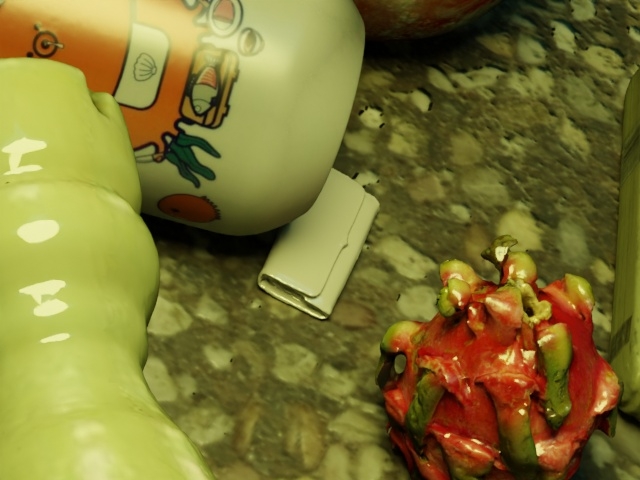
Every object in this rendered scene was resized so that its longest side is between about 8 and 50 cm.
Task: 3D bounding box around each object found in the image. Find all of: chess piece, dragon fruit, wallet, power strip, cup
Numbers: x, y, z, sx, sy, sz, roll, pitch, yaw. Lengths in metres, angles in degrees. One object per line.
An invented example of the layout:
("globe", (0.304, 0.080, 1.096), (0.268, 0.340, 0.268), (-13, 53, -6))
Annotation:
("chess piece", (-0.146, 0.114, 1.084), (0.234, 0.234, 0.442), (-2, 56, -24))
("dragon fruit", (0.122, 0.088, 1.266), (0.160, 0.172, 0.167), (13, 49, -12))
("wallet", (0.000, 0.000, 1.388), (0.061, 0.025, 0.122), (30, 47, -5))
("power strip", (0.274, 0.012, 1.467), (0.092, 0.066, 0.388), (20, 46, -9))
("cup", (-0.141, -0.132, 1.314), (0.317, 0.212, 0.212), (16, 49, -11))

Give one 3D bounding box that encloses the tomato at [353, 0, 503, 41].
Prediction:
("tomato", (0.062, -0.307, 1.470), (0.282, 0.316, 0.317), (53, 46, -17))
